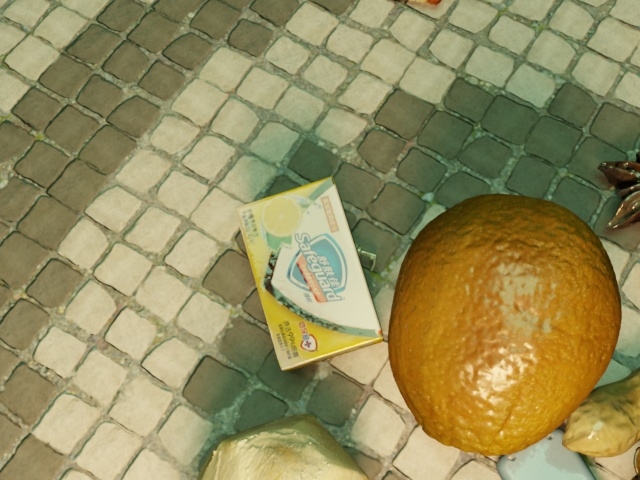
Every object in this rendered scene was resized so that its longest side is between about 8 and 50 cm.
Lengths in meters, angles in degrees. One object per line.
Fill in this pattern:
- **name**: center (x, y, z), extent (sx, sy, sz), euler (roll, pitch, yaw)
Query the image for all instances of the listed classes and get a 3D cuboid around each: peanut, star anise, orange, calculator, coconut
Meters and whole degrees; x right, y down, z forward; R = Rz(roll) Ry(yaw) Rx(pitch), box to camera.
- **peanut**: center (0.450, 0.236, 1.198), extent (0.263, 0.117, 0.101), euler (-17, 58, -19)
- **star anise**: center (0.562, -0.096, 1.372), extent (0.209, 0.089, 0.231), euler (27, 65, 30)
- **orange**: center (0.245, 0.118, 1.172), extent (0.322, 0.322, 0.357), euler (19, 82, 11)
- **calculator**: center (0.343, 0.368, 1.209), extent (0.121, 0.039, 0.210), euler (-27, 67, -10)
- **coconut**: center (-0.056, 0.356, 1.136), extent (0.245, 0.245, 0.247), euler (7, 66, 6)

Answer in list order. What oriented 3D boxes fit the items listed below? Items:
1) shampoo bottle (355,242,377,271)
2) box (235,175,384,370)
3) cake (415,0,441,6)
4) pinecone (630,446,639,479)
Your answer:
- **shampoo bottle**: center (0.000, 0.000, 1.382), extent (0.195, 0.056, 0.056), euler (15, 68, 9)
- **box**: center (-0.016, 0.053, 1.297), extent (0.168, 0.097, 0.265), euler (-16, 80, 5)
- **cake**: center (0.159, -0.539, 1.514), extent (0.158, 0.262, 0.159), euler (15, 88, 15)
- **pinecone**: center (0.529, 0.357, 1.118), extent (0.229, 0.202, 0.201), euler (-39, 33, -23)
